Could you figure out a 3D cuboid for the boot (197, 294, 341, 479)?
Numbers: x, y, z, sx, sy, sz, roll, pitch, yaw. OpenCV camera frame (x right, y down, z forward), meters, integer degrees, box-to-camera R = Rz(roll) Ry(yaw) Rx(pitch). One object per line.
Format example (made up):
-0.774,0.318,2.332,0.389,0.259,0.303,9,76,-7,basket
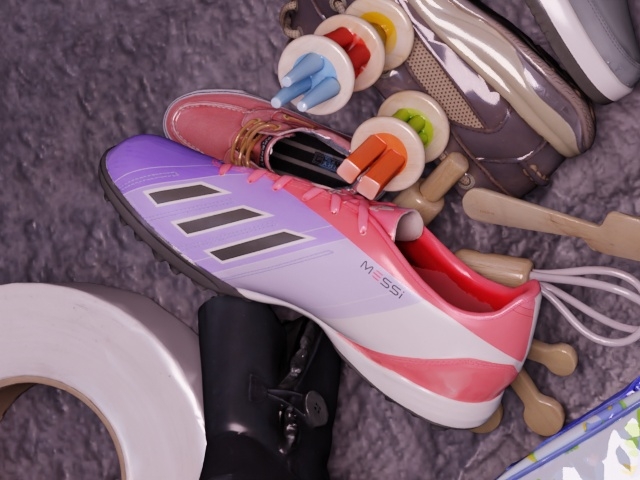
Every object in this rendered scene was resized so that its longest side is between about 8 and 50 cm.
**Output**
0.005,0.160,1.377,0.094,0.246,0.207,-24,49,36,boot

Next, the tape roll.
-0.196,0.172,1.437,0.286,0.100,0.286,0,89,13,tape roll

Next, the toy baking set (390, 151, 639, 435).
0.123,0.032,1.351,0.196,0.030,0.256,37,129,1,toy baking set

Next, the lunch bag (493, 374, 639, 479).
0.222,0.193,1.337,0.219,0.090,0.176,-34,83,11,lunch bag

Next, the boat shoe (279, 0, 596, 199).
0.030,-0.156,1.369,0.355,0.132,0.130,44,101,11,boat shoe

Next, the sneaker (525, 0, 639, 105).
0.210,-0.256,1.335,0.178,0.124,0.296,-22,83,22,sneaker

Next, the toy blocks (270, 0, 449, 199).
0.022,-0.081,1.256,0.054,0.148,0.123,-14,104,30,toy blocks

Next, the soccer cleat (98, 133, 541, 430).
0.000,0.000,1.314,0.318,0.108,0.116,32,121,8,soccer cleat

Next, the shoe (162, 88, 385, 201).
-0.039,-0.069,1.410,0.178,0.081,0.063,18,94,13,shoe
